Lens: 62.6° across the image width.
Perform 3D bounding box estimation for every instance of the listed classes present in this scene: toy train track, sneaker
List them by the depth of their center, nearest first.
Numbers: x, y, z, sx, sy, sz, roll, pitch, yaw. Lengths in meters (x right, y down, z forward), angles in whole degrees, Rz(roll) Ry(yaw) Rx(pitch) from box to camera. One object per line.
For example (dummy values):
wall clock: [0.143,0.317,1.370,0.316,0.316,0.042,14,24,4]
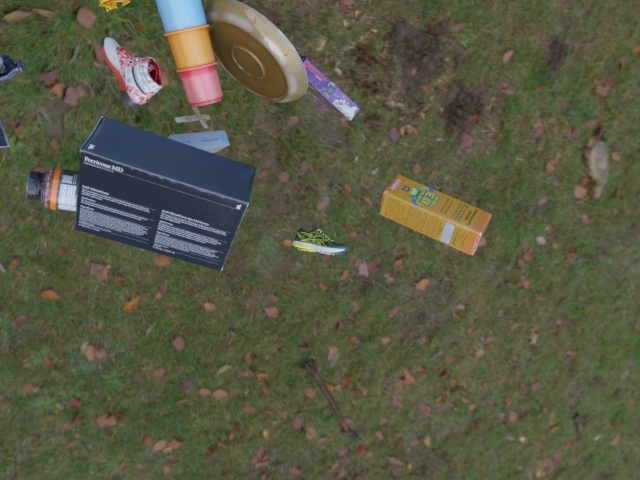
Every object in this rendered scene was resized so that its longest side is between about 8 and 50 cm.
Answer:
sneaker: [0.000,0.000,0.754,0.084,0.031,0.035,8,82,15]
toy train track: [-0.237,-0.223,0.971,0.014,0.083,0.048,-31,87,36]
sneaker: [-0.614,-0.583,1.736,0.145,0.269,0.090,-29,169,19]

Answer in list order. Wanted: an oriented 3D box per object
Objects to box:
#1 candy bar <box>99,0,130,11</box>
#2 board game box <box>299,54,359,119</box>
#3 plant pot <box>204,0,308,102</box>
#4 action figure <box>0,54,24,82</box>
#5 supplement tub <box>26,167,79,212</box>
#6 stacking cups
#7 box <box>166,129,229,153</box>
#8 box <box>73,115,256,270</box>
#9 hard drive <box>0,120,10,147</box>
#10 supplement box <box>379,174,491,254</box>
candy bar: [-0.251,-0.340,0.593,0.040,0.018,0.161,-27,146,-23]
board game box: [-0.037,-0.454,1.497,0.056,0.347,0.208,-47,122,3]
plant pot: [-0.130,-0.342,0.989,0.236,0.236,0.032,45,71,-33]
action figure: [-0.982,-0.459,1.340,0.341,0.178,0.330,-33,90,-10]
supplement tub: [-0.609,-0.121,1.299,0.198,0.106,0.105,9,110,-21]
stacking cups: [-0.232,-0.389,0.886,0.096,0.096,0.316,-20,112,-14]
box: [-0.310,-0.185,1.137,0.145,0.186,0.038,-20,93,-50]
box: [-0.263,-0.072,0.894,0.262,0.103,0.184,18,136,-13]
hard drive: [-1.056,-0.367,1.556,0.255,0.054,0.171,19,134,14]
supplement box: [0.254,-0.060,1.182,0.078,0.234,0.080,-52,157,-35]
